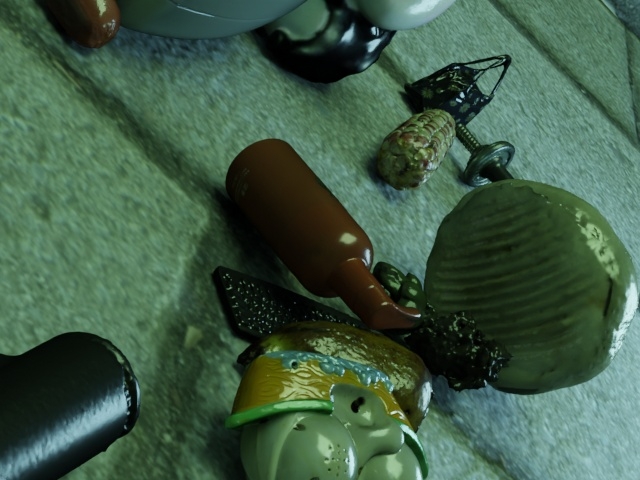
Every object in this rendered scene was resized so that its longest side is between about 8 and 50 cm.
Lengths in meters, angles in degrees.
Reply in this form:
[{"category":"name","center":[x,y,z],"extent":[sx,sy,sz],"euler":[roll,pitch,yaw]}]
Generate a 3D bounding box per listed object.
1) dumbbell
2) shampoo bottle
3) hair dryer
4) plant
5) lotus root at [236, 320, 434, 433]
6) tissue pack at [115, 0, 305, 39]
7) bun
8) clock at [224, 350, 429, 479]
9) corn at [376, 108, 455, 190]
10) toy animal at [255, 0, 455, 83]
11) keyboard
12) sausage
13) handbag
[{"category":"dumbbell","center":[0.254,-0.061,2.056],"extent":[0.110,0.110,0.254],"euler":[8,40,-55]},{"category":"shampoo bottle","center":[-0.002,0.000,1.493],"extent":[0.085,0.085,0.244],"euler":[19,24,-48]},{"category":"hair dryer","center":[-0.261,0.073,1.045],"extent":[0.251,0.089,0.197],"euler":[42,26,8]},{"category":"plant","center":[0.114,0.092,1.617],"extent":[0.174,0.087,0.085],"euler":[38,58,-3]},{"category":"lotus root","center":[0.016,0.117,1.409],"extent":[0.190,0.094,0.108],"euler":[28,-4,-28]},{"category":"tissue pack","center":[-0.127,-0.333,1.676],"extent":[0.229,0.236,0.333],"euler":[62,27,6]},{"category":"bun","center":[0.231,0.052,1.695],"extent":[0.141,0.239,0.239],"euler":[-9,60,-55]},{"category":"clock","center":[0.008,0.174,1.291],"extent":[0.231,0.103,0.144],"euler":[18,61,-42]},{"category":"corn","center":[0.124,-0.119,1.947],"extent":[0.079,0.079,0.237],"euler":[48,24,-1]},{"category":"toy animal","center":[0.043,-0.322,1.894],"extent":[0.212,0.266,0.213],"euler":[34,33,-26]},{"category":"keyboard","center":[-0.003,0.087,1.506],"extent":[0.250,0.017,0.087],"euler":[24,34,-42]},{"category":"sausage","center":[-0.233,-0.232,1.540],"extent":[0.054,0.059,0.094],"euler":[-24,78,-51]},{"category":"handbag","center":[0.200,-0.208,2.128],"extent":[0.115,0.139,0.072],"euler":[7,55,-57]}]
